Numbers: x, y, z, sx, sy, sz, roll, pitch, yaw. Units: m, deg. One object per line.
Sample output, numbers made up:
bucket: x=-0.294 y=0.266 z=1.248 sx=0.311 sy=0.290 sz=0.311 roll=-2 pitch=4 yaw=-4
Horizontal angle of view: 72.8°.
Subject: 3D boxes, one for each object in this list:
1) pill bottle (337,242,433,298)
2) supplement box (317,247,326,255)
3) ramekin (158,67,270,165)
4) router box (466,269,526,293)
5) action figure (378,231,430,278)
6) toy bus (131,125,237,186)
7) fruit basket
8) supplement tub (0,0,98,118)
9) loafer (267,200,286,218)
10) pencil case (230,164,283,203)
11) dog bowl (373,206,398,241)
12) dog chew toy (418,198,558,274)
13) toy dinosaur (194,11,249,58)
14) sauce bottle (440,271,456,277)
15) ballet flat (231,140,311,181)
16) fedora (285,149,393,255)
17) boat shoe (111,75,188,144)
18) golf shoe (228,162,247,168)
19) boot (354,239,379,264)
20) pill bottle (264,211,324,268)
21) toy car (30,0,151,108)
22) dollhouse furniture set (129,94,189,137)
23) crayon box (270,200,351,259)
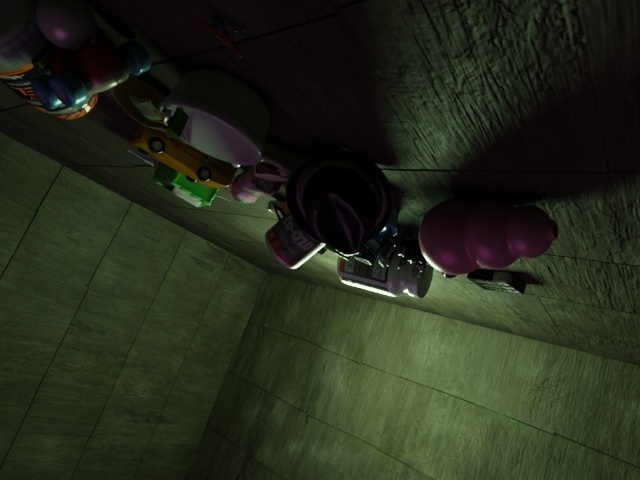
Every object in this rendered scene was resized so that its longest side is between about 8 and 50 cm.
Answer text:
pill bottle: x=0.269 y=0.118 z=1.821 sx=0.362 sy=0.210 sz=0.210 roll=12 pitch=164 yaw=33
supplement box: x=0.000 y=0.000 z=1.814 sx=0.056 sy=0.083 sz=0.083 roll=25 pitch=-154 yaw=-33
ramekin: x=-0.252 y=-0.311 z=1.089 sx=0.272 sy=0.127 sz=0.273 roll=19 pitch=167 yaw=5
router box: x=0.691 y=0.162 z=1.712 sx=0.133 sy=0.046 sz=0.178 roll=29 pitch=165 yaw=-33
action figure: x=0.295 y=0.052 z=1.476 sx=0.164 sy=0.141 sz=0.275 roll=29 pitch=-164 yaw=10
toy bus: x=-0.450 y=-0.289 z=1.465 sx=0.332 sy=0.130 sz=0.108 roll=31 pitch=164 yaw=-38
fruit basket: x=-0.577 y=-0.250 z=1.755 sx=0.352 sy=0.166 sz=0.327 roll=13 pitch=165 yaw=43
supplement tub: x=-0.709 y=-0.451 z=1.082 sx=0.193 sy=0.194 sz=0.316 roll=19 pitch=167 yaw=8
loafer: x=-0.094 y=-0.069 z=1.842 sx=0.319 sy=0.112 sz=0.112 roll=29 pitch=165 yaw=-31
pencil case: x=-0.225 y=-0.198 z=1.509 sx=0.124 sy=0.124 sz=0.284 roll=27 pitch=166 yaw=-24
dog bowl: x=0.172 y=-0.070 z=1.522 sx=0.165 sy=0.074 sz=0.297 roll=23 pitch=166 yaw=-8
dog chew toy: x=0.425 y=-0.015 z=1.117 sx=0.331 sy=0.207 sz=0.206 roll=-5 pitch=153 yaw=44
toy dinosaur: x=-0.183 y=-0.382 z=0.825 sx=0.082 sy=0.090 sz=0.047 roll=64 pitch=153 yaw=5
sauce bottle: x=0.445 y=0.055 z=1.525 sx=0.111 sy=0.112 sz=0.344 roll=15 pitch=165 yaw=22
ballet flat: x=-0.196 y=-0.251 z=1.271 sx=0.348 sy=0.123 sz=0.123 roll=22 pitch=167 yaw=-2
fedora: x=0.053 y=-0.074 z=1.200 sx=0.333 sy=0.153 sz=0.334 roll=1 pitch=130 yaw=2
boat shoe: x=-0.463 y=-0.366 z=1.236 sx=0.089 sy=0.105 sz=0.285 roll=39 pitch=-176 yaw=42
golf shoe: x=-0.306 y=-0.296 z=1.402 sx=0.186 sy=0.067 sz=0.086 roll=24 pitch=-158 yaw=-41
boot: x=0.135 y=0.017 z=1.571 sx=0.190 sy=0.086 sz=0.069 roll=28 pitch=166 yaw=-31
pill bottle: x=-0.031 y=-0.051 z=1.416 sx=0.161 sy=0.283 sz=0.161 roll=44 pitch=-161 yaw=-19
toy car: x=-0.552 y=-0.449 z=0.961 sx=0.210 sy=0.219 sz=0.238 roll=11 pitch=135 yaw=38
dollhouse furniture set: x=-0.377 y=-0.279 z=1.002 sx=0.151 sy=0.059 sz=0.076 roll=16 pitch=164 yaw=23
crayon box: x=-0.024 y=-0.064 z=1.638 sx=0.318 sy=0.081 sz=0.202 roll=28 pitch=-163 yaw=-29
